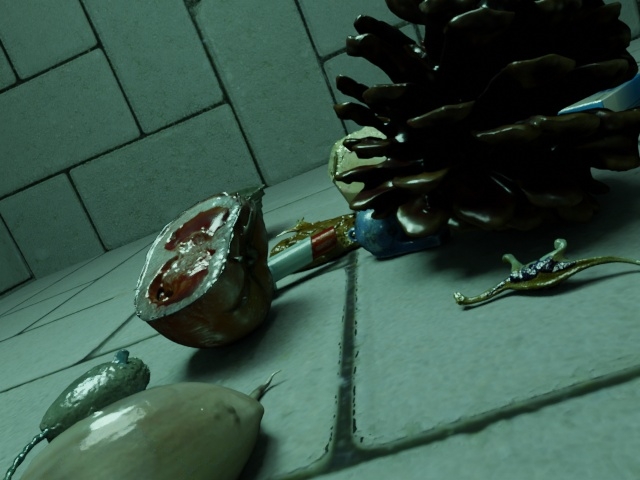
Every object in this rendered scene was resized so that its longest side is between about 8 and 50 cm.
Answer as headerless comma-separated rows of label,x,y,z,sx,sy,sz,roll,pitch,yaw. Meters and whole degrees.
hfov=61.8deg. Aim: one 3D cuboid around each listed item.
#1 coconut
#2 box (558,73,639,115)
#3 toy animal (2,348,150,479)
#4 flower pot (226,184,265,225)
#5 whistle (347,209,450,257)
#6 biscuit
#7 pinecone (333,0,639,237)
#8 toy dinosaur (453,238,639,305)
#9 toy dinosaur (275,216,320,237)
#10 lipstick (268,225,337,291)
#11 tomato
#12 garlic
coconut,0.118,-0.134,1.062,0.194,0.195,0.194,-21,12,5
box,0.543,-0.258,1.071,0.194,0.073,0.139,-31,15,-35
toy animal,-0.268,0.202,0.572,0.079,0.070,0.253,-35,9,27
flower pot,-0.228,-0.043,1.375,0.235,0.141,0.235,-23,13,6
whistle,0.108,-0.022,0.812,0.157,0.091,0.090,-15,14,34
biscuit,0.000,0.000,1.015,0.225,0.042,0.226,-20,13,5
pinecone,0.193,-0.182,0.693,0.397,0.398,0.398,-21,12,5
toy dinosaur,0.218,0.027,0.519,0.180,0.037,0.058,-23,33,33
toy dinosaur,-0.056,-0.032,1.284,0.113,0.026,0.041,-15,28,-5
lipstick,-0.086,0.053,0.862,0.273,0.068,0.061,-28,-28,-15
tomato,-0.137,0.056,0.733,0.180,0.155,0.214,-15,43,24
garlic,-0.112,0.164,0.424,0.266,0.129,0.148,-18,20,-32
